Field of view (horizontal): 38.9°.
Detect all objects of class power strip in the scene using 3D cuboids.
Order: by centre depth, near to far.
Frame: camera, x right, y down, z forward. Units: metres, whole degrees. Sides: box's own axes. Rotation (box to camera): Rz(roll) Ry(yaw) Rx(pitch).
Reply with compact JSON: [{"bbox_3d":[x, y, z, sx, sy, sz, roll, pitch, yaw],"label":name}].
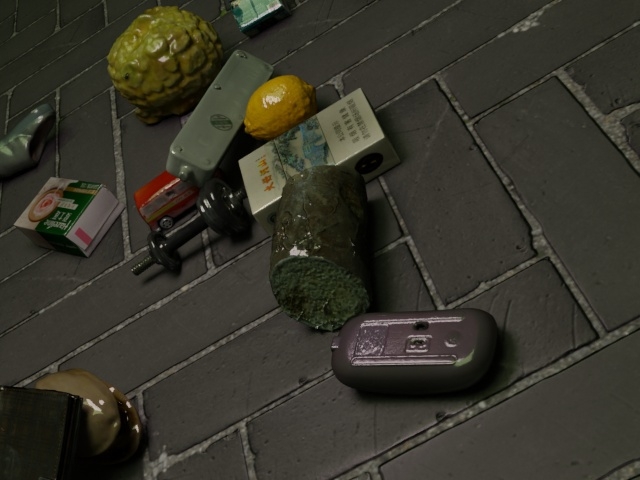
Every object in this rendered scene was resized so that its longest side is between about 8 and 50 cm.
[{"bbox_3d":[-0.190,-0.230,1.711,0.062,0.091,0.385,-61,5,45],"label":"power strip"}]

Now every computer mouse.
[{"bbox_3d":[0.124,0.145,1.198,0.232,0.057,0.120,-7,49,29],"label":"computer mouse"}]

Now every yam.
[{"bbox_3d":[0.000,0.000,1.365,0.153,0.154,0.255,-18,46,22],"label":"yam"}]

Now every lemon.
[{"bbox_3d":[-0.075,-0.242,1.674,0.155,0.114,0.114,-28,40,16],"label":"lemon"}]

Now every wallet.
[{"bbox_3d":[-0.431,0.374,1.309,0.169,0.044,0.317,-1,77,32],"label":"wallet"}]

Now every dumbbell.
[{"bbox_3d":[-0.232,-0.014,1.587,0.254,0.110,0.110,-34,39,14],"label":"dumbbell"}]

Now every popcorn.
[{"bbox_3d":[-0.331,-0.367,1.936,0.236,0.252,0.206,-22,54,-36],"label":"popcorn"}]

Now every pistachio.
[{"bbox_3d":[-0.363,0.271,1.388,0.206,0.129,0.131,18,80,37],"label":"pistachio"}]

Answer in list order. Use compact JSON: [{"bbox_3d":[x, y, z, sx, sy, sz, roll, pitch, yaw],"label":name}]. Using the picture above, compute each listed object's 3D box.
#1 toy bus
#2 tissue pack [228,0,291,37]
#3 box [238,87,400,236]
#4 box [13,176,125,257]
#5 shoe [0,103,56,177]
[{"bbox_3d":[-0.267,-0.096,1.705,0.174,0.077,0.079,-34,40,5],"label":"toy bus"},{"bbox_3d":[-0.130,-0.511,2.007,0.111,0.079,0.085,-28,76,14],"label":"tissue pack"},{"bbox_3d":[-0.007,-0.136,1.555,0.256,0.069,0.164,-30,40,9],"label":"box"},{"bbox_3d":[-0.512,-0.050,1.844,0.199,0.081,0.135,7,57,43],"label":"box"},{"bbox_3d":[-0.703,-0.211,2.139,0.251,0.103,0.100,-45,82,12],"label":"shoe"}]
